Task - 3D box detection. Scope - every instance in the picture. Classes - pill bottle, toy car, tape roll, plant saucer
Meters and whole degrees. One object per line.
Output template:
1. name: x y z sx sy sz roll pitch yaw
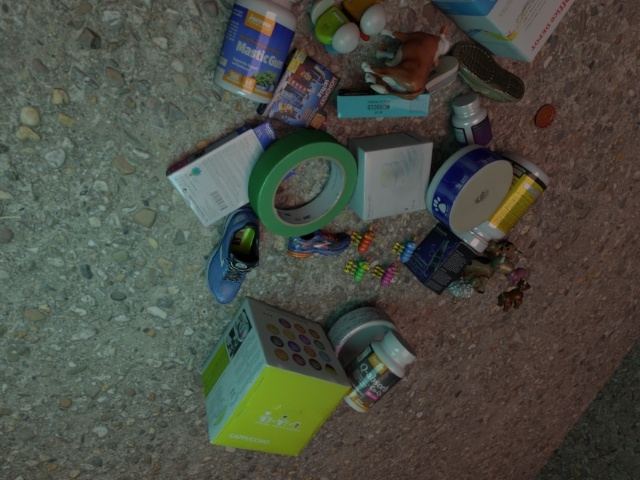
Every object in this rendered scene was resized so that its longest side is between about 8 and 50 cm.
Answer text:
1. pill bottle: -0.144 -0.482 1.006 0.152 0.152 0.272 12 114 -27
2. toy car: 0.073 -0.546 1.077 0.182 0.159 0.136 -34 162 0
3. tape roll: -0.047 -0.157 1.225 0.321 0.077 0.321 -23 140 -21
4. plant saucer: 0.787 -0.434 1.486 0.083 0.013 0.084 -10 123 -16
5. pill bottle: 0.617 -0.128 1.490 0.187 0.188 0.334 28 105 -32
6. pill bottle: 0.481 -0.362 1.349 0.108 0.108 0.194 -32 125 -2
7. pill bottle: 0.197 0.457 1.502 0.278 0.162 0.162 -46 124 8

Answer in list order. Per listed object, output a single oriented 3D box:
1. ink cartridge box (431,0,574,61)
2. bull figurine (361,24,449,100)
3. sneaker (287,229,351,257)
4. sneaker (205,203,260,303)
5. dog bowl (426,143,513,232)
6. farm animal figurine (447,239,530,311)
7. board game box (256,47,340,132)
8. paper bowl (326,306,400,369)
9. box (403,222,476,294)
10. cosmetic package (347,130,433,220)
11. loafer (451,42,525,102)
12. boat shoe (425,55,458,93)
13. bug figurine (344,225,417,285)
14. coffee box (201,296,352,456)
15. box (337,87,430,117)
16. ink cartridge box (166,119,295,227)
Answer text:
1. ink cartridge box: 0.485 -0.647 1.130 0.270 0.197 0.198 24 107 -31
2. bull figurine: 0.230 -0.483 1.123 0.188 0.311 0.101 15 142 13
3. sneaker: 0.000 0.000 1.390 0.221 0.083 0.087 -8 116 -20
4. sneaker: -0.262 0.059 1.277 0.129 0.147 0.330 7 116 -25
5. dog bowl: 0.464 -0.158 1.323 0.264 0.104 0.265 -21 136 -22
6. farm animal figurine: 0.642 0.097 1.620 0.326 0.330 0.172 4 124 8
7. board game box: -0.042 -0.384 1.160 0.194 0.060 0.194 24 108 -32
8. paper bowl: 0.153 0.378 1.626 0.284 0.148 0.285 -9 121 -16
9. box: 0.434 0.067 1.555 0.108 0.153 0.207 31 103 -32
10. cosmetic package: 0.209 -0.203 1.318 0.224 0.138 0.224 -11 122 -14
11. loafer: 0.493 -0.492 1.289 0.268 0.092 0.102 28 79 -17
12. boat shoe: 0.299 -0.447 1.244 0.227 0.079 0.081 -27 150 9
13. bug figurine: 0.218 0.064 1.516 0.278 0.072 0.216 11 114 -27
14. coffee box: -0.164 0.463 1.436 0.337 0.334 0.338 26 107 -31
15. box: 0.169 -0.381 1.167 0.244 0.101 0.060 0 120 5
16. ink cartridge box: -0.244 -0.191 1.190 0.311 0.065 0.186 -30 125 -1
